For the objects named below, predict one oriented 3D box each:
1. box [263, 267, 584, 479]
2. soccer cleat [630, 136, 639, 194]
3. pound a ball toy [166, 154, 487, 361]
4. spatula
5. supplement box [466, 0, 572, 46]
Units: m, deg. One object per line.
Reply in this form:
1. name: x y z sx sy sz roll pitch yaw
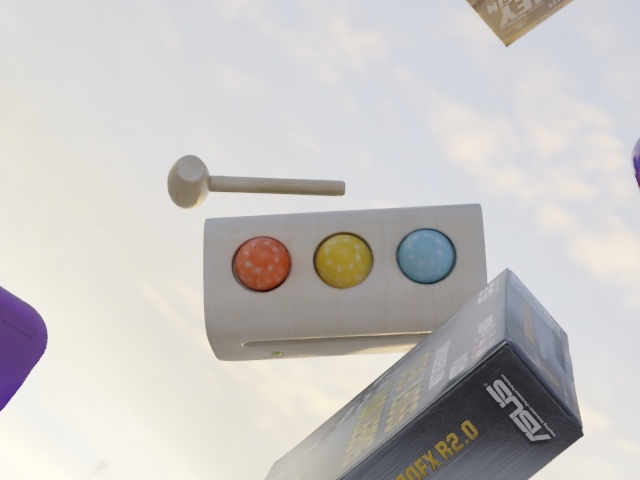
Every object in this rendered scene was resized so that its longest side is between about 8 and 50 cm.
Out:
1. box: 0.042 0.105 0.800 0.056 0.183 0.231 50 11 -1
2. soccer cleat: 0.300 0.065 1.201 0.116 0.108 0.318 -33 -101 33
3. pound a ball toy: 0.000 0.000 1.570 0.319 0.208 0.136 -2 -22 2
4. spatula: -0.316 0.170 1.239 0.084 0.296 0.030 31 -4 2
5. supplement box: 0.187 -0.351 1.770 0.191 0.129 0.194 60 12 20
